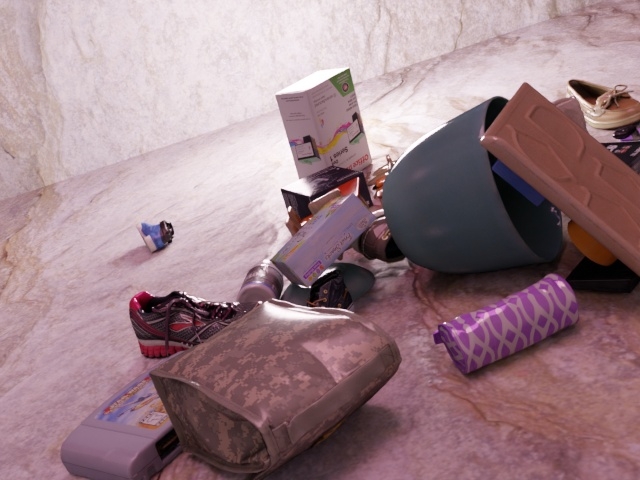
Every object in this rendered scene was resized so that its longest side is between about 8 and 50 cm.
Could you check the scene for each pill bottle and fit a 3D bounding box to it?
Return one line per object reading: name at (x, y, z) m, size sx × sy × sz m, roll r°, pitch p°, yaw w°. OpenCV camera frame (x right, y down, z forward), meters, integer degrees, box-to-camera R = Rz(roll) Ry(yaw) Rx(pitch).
pill bottle at (-0.113, 0.093, 1.687) m, size 0.078 × 0.078 × 0.137 m, roll -14°, pitch 19°, yaw 11°

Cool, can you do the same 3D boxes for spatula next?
spatula at (0.643, -0.221, 1.808) m, size 0.084 × 0.030 × 0.296 m, roll -4°, pitch 4°, yaw 31°

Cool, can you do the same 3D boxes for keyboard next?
keyboard at (0.547, 0.002, 1.419) m, size 0.201 × 0.033 × 0.317 m, roll -4°, pitch 24°, yaw 45°

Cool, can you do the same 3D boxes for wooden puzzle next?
wooden puzzle at (0.401, -0.092, 1.392) m, size 0.080 × 0.322 × 0.348 m, roll -51°, pitch -2°, yaw 31°

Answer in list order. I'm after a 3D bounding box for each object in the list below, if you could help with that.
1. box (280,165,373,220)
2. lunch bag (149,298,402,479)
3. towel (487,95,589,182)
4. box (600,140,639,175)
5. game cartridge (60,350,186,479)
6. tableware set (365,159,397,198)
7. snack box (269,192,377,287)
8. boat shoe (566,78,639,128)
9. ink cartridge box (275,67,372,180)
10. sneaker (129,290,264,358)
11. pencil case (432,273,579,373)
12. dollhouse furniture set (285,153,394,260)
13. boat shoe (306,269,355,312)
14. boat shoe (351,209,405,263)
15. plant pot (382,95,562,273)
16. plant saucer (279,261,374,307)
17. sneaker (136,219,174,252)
box at (0.014, -0.104, 2.094) m, size 0.156 × 0.093 × 0.158 m, roll -26°, pitch 22°, yaw -22°
lunch bag at (-0.053, 0.203, 1.199) m, size 0.235 × 0.169 × 0.287 m, roll -30°, pitch 18°, yaw -32°
towel at (0.379, -0.136, 1.645) m, size 0.282 × 0.187 × 0.049 m, roll -21°, pitch 20°, yaw 25°
box at (0.551, -0.136, 1.759) m, size 0.175 × 0.051 × 0.220 m, roll 3°, pitch 28°, yaw 46°
game cartridge at (-0.253, 0.268, 1.380) m, size 0.198 × 0.062 × 0.297 m, roll 3°, pitch 28°, yaw 38°
tableware set at (0.169, -0.159, 2.190) m, size 0.128 × 0.039 × 0.194 m, roll -25°, pitch 11°, yaw 17°
snack box at (0.000, 0.000, 1.590) m, size 0.174 × 0.070 × 0.207 m, roll -45°, pitch 6°, yaw -6°
boat shoe at (0.680, -0.334, 2.124) m, size 0.105 × 0.089 × 0.285 m, roll -22°, pitch 20°, yaw -13°
ink cartridge box at (0.014, -0.294, 2.335) m, size 0.117 × 0.278 × 0.201 m, roll 2°, pitch 28°, yaw 39°
sneaker at (-0.227, 0.145, 1.599) m, size 0.299 × 0.112 × 0.121 m, roll -8°, pitch 22°, yaw 26°
pencil case at (0.272, 0.116, 1.265) m, size 0.206 × 0.086 × 0.088 m, roll -22°, pitch 32°, yaw -12°
dollhouse furniture set at (0.045, -0.076, 1.839) m, size 0.262 × 0.135 × 0.259 m, roll -27°, pitch 17°, yaw 12°
boat shoe at (-0.006, 0.123, 1.502) m, size 0.065 × 0.083 × 0.183 m, roll -6°, pitch 23°, yaw 32°
boat shoe at (0.204, -0.035, 1.722) m, size 0.305 × 0.109 × 0.091 m, roll -24°, pitch 35°, yaw -28°
plant pot at (0.251, -0.072, 1.530) m, size 0.235 × 0.293 × 0.293 m, roll -20°, pitch 16°, yaw 32°
plant saucer at (0.006, 0.082, 1.675) m, size 0.195 × 0.037 × 0.195 m, roll -17°, pitch 19°, yaw 6°
sneaker at (-0.431, -0.023, 2.317) m, size 0.085 × 0.058 × 0.152 m, roll -29°, pitch 25°, yaw -12°
